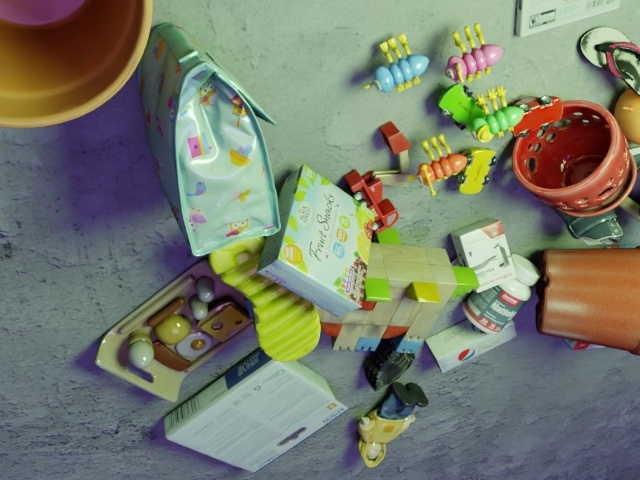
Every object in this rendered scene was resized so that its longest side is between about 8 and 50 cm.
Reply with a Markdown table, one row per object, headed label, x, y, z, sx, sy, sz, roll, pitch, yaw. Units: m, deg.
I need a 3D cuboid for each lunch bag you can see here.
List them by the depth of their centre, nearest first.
| label | x | y | z | sx | sy | sz | roll | pitch | yaw |
| --- | --- | --- | --- | --- | --- | --- | --- | --- | --- |
| lunch bag | -0.159 | -0.152 | 0.742 | 0.160 | 0.223 | 0.262 | -17 | 129 | -15 |

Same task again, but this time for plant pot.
| label | x | y | z | sx | sy | sz | roll | pitch | yaw |
| --- | --- | --- | --- | --- | --- | --- | --- | --- | --- |
| plant pot | -0.336 | -0.295 | 0.573 | 0.291 | 0.203 | 0.290 | -10 | 129 | -13 |
| plant pot | 0.491 | -0.146 | 1.027 | 0.174 | 0.191 | 0.191 | 24 | 116 | -44 |
| plant pot | 0.640 | 0.127 | 1.216 | 0.265 | 0.272 | 0.272 | 4 | 132 | 16 |

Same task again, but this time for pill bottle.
| label | x | y | z | sx | sy | sz | roll | pitch | yaw |
| --- | --- | --- | --- | --- | --- | --- | --- | --- | --- |
| pill bottle | 0.431 | 0.125 | 1.266 | 0.108 | 0.108 | 0.180 | 15 | 120 | -30 |

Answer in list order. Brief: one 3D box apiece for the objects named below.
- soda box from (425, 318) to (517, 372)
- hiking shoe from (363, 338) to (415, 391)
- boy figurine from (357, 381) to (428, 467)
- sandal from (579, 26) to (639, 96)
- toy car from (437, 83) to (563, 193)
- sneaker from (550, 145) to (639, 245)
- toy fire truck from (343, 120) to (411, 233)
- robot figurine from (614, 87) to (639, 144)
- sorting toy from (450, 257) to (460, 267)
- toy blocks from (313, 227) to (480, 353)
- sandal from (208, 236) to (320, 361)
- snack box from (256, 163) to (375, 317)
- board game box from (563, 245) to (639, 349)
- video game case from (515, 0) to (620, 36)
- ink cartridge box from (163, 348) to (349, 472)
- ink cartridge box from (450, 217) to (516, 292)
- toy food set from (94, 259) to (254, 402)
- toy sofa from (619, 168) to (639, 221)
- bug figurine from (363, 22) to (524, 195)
| label | x | y | z | sx | sy | sz | roll | pitch | yaw |
| --- | --- | --- | --- | --- | --- | --- | --- | --- | --- |
| soda box | 0.385 | 0.250 | 1.369 | 0.216 | 0.073 | 0.069 | -26 | 131 | 1 |
| hiking shoe | 0.181 | 0.272 | 1.317 | 0.114 | 0.086 | 0.226 | -13 | 137 | -29 |
| boy figurine | 0.176 | 0.517 | 1.492 | 0.177 | 0.092 | 0.285 | 14 | 118 | -32 |
| sandal | 0.544 | -0.318 | 0.950 | 0.179 | 0.040 | 0.067 | 37 | 111 | -2 |
| toy car | 0.291 | -0.217 | 0.973 | 0.225 | 0.053 | 0.239 | 29 | 116 | -33 |
| sneaker | 0.615 | -0.085 | 1.125 | 0.226 | 0.163 | 0.086 | -30 | 159 | 8 |
| toy fire truck | 0.120 | -0.111 | 0.998 | 0.135 | 0.047 | 0.192 | -30 | 131 | 5 |
| robot figurine | 0.676 | -0.264 | 1.039 | 0.220 | 0.158 | 0.128 | -22 | 94 | -3 |
| sorting toy | 0.328 | 0.071 | 1.230 | 0.083 | 0.045 | 0.075 | -40 | 143 | -1 |
| toy blocks | 0.091 | 0.128 | 1.110 | 0.382 | 0.190 | 0.260 | 6 | 134 | -13 |
| sandal | -0.098 | 0.087 | 0.982 | 0.126 | 0.138 | 0.317 | -26 | 117 | -5 |
| snack box | 0.000 | 0.000 | 0.914 | 0.175 | 0.207 | 0.070 | 33 | 137 | -24 |
| board game box | 0.848 | 0.157 | 1.465 | 0.309 | 0.086 | 0.301 | -1 | 127 | -21 |
| video game case | 0.411 | -0.441 | 0.866 | 0.191 | 0.022 | 0.173 | -18 | 131 | -6 |
| ink cartridge box | -0.146 | 0.421 | 1.306 | 0.324 | 0.071 | 0.330 | -37 | 134 | 9 |
| ink cartridge box | 0.353 | 0.032 | 1.157 | 0.099 | 0.056 | 0.135 | -21 | 101 | -5 |
| toy food set | -0.254 | 0.194 | 1.066 | 0.306 | 0.092 | 0.219 | -36 | 130 | 9 |
| toy sofa | 0.792 | -0.190 | 1.124 | 0.177 | 0.150 | 0.362 | 20 | 118 | -36 |
| bug figurine | 0.210 | -0.215 | 0.874 | 0.216 | 0.072 | 0.279 | -26 | 122 | 12 |
